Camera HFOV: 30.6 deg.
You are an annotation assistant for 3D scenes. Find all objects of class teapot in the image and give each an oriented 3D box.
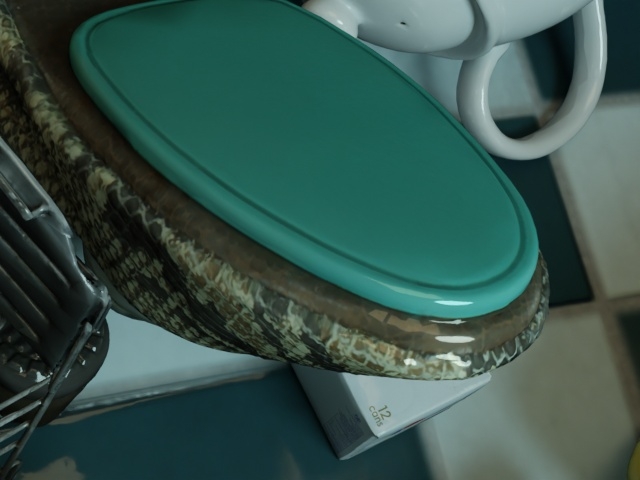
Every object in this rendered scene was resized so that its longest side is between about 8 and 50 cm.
[{"bbox_3d":[0.055,-0.181,0.628,0.256,0.252,0.187,29,81,11],"label":"teapot"}]

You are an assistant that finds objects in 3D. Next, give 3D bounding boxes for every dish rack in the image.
[{"bbox_3d":[-0.190,0.023,0.458,0.208,0.271,0.074,46,49,5],"label":"dish rack"}]

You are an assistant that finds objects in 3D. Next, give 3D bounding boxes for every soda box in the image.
[{"bbox_3d":[0.000,0.000,0.619,0.074,0.069,0.216,-22,77,-22],"label":"soda box"}]

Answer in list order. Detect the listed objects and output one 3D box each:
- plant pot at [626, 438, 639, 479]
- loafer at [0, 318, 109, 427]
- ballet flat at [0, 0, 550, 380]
[{"bbox_3d":[0.319,0.142,0.555,0.254,0.254,0.239,-36,89,-24],"label":"plant pot"},{"bbox_3d":[-0.190,0.011,0.560,0.080,0.078,0.220,-23,59,-39],"label":"loafer"},{"bbox_3d":[-0.099,-0.077,0.544,0.164,0.182,0.483,-22,58,-40],"label":"ballet flat"}]
